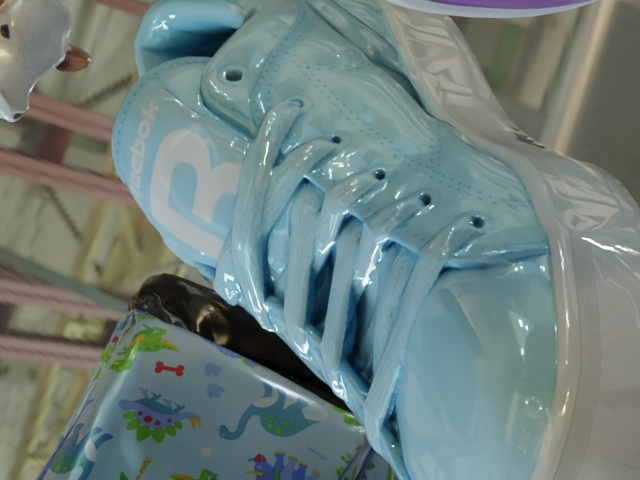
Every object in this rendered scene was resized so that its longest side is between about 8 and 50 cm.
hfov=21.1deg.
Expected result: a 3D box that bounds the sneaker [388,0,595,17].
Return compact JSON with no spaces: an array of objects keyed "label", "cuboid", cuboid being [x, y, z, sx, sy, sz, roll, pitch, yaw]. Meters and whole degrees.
[{"label":"sneaker","cuboid":[-0.047,-0.135,0.406,0.305,0.152,0.114,6,-41,-29]}]

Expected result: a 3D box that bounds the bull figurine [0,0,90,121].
[{"label":"bull figurine","cuboid":[-0.280,-0.152,1.046,0.188,0.310,0.101,-42,-23,6]}]

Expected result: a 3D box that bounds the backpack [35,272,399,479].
[{"label":"backpack","cuboid":[-0.108,0.225,1.360,0.355,0.290,0.273,-58,-8,-16]}]

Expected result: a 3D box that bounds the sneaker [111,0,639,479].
[{"label":"sneaker","cuboid":[0.000,0.000,0.617,0.150,0.366,0.135,7,-69,-17]}]
